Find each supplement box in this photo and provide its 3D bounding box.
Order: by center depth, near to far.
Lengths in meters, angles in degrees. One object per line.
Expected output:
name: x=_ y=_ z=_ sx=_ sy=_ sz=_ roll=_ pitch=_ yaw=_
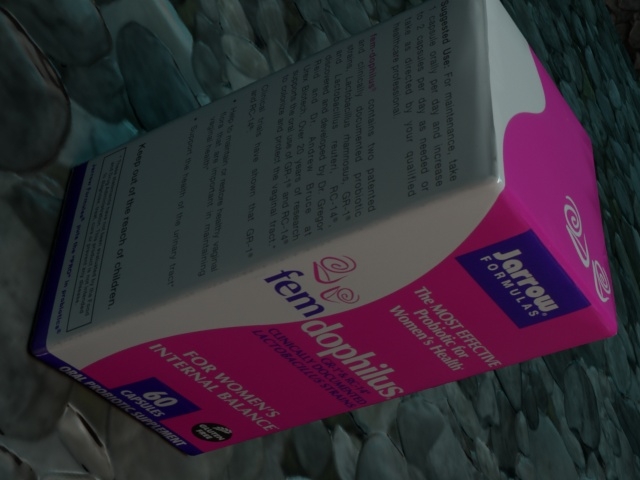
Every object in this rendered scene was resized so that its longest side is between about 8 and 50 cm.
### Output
supplement box: x=0.000 y=0.000 z=0.470 sx=0.111 sy=0.220 sz=0.114 roll=43 pitch=36 yaw=-39
